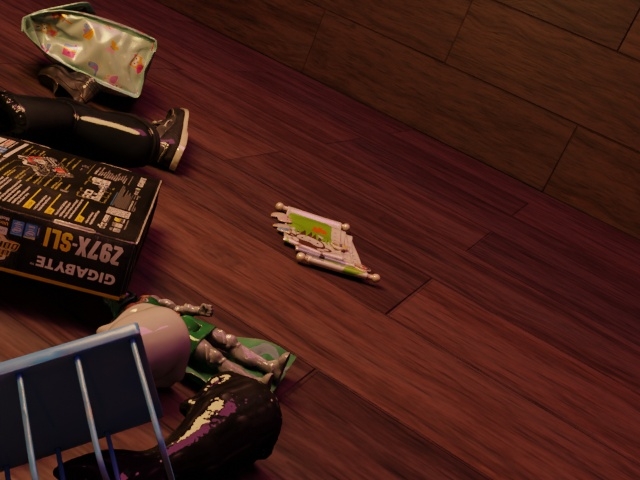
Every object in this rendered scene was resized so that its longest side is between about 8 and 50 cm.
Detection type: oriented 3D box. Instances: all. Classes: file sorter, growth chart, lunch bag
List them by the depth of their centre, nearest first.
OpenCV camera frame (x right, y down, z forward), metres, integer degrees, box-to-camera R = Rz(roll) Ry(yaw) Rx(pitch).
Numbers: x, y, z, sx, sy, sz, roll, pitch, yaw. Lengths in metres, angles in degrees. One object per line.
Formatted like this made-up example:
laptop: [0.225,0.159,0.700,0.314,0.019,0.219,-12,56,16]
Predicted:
file sorter: [-0.192,0.155,0.515,0.170,0.118,0.104,-16,49,-16]
growth chart: [0.000,0.000,1.308,0.172,0.021,0.237,15,22,-18]
lunch bag: [-0.494,-0.413,1.567,0.262,0.160,0.223,19,6,-16]

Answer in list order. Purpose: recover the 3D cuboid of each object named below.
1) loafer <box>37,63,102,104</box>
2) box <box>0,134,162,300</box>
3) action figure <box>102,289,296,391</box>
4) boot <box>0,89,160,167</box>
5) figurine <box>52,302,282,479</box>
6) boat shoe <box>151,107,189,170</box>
loafer: [-0.520,-0.311,1.475,0.170,0.061,0.062,17,-27,34]
box: [-0.345,-0.045,0.926,0.257,0.079,0.322,14,15,-12]
action figure: [-0.153,0.110,0.841,0.232,0.063,0.137,23,24,11]
boot: [-0.419,-0.180,1.206,0.246,0.094,0.207,22,16,18]
figurine: [-0.179,0.155,0.673,0.215,0.092,0.209,33,27,27]
boat shoe: [-0.301,-0.213,1.425,0.079,0.084,0.233,17,25,-15]
